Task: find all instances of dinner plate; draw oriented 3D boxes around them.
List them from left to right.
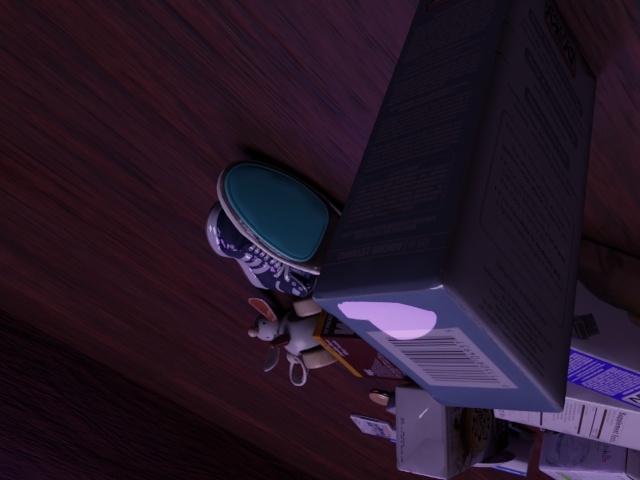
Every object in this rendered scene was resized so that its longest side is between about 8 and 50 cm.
[{"bbox_3d":[0.354,0.476,1.253,0.141,0.017,0.141,-3,173,0],"label":"dinner plate"}]

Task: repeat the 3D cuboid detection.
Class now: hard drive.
[{"bbox_3d":[0.359,0.506,1.438,0.319,0.040,0.210,7,177,24],"label":"hard drive"}]

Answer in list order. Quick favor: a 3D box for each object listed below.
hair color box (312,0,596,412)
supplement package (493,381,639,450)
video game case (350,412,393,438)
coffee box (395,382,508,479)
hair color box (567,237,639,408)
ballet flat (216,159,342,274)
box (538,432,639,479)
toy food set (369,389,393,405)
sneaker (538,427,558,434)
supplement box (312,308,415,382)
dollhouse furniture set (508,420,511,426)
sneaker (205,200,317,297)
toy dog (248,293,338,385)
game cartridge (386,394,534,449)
[{"bbox_3d":[0.144,-0.065,0.505,0.114,0.374,0.185,-11,137,43],"label":"hair color box"},{"bbox_3d":[0.458,0.227,0.980,0.293,0.177,0.175,6,147,24],"label":"supplement package"},{"bbox_3d":[0.195,0.661,2.026,0.143,0.019,0.157,4,145,28],"label":"video game case"},{"bbox_3d":[0.290,0.383,1.229,0.119,0.168,0.297,-5,174,40],"label":"coffee box"},{"bbox_3d":[0.348,0.092,0.823,0.339,0.185,0.110,21,149,1],"label":"hair color box"},{"bbox_3d":[0.000,0.000,0.978,0.400,0.139,0.139,27,150,-11],"label":"ballet flat"},{"bbox_3d":[0.724,0.565,1.413,0.262,0.126,0.231,34,148,-20],"label":"box"},{"bbox_3d":[0.186,0.475,1.723,0.083,0.020,0.083,30,150,-13],"label":"toy food set"},{"bbox_3d":[0.495,0.331,1.158,0.293,0.146,0.102,20,151,3],"label":"sneaker"},{"bbox_3d":[0.126,0.192,1.189,0.194,0.129,0.191,-5,141,38],"label":"supplement box"},{"bbox_3d":[0.480,0.394,1.336,0.114,0.081,0.091,-1,144,34],"label":"dollhouse furniture set"},{"bbox_3d":[-0.094,0.022,1.080,0.153,0.099,0.282,12,156,26],"label":"sneaker"},{"bbox_3d":[-0.092,0.220,1.314,0.161,0.220,0.333,-12,159,-32],"label":"toy dog"},{"bbox_3d":[0.388,0.513,1.619,0.355,0.068,0.230,27,154,-10],"label":"game cartridge"}]
